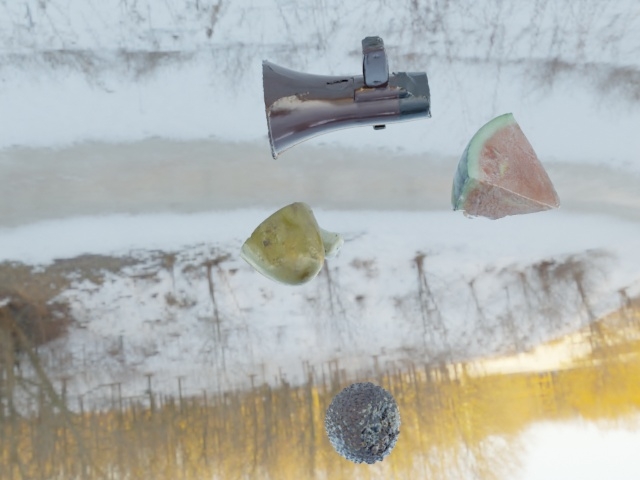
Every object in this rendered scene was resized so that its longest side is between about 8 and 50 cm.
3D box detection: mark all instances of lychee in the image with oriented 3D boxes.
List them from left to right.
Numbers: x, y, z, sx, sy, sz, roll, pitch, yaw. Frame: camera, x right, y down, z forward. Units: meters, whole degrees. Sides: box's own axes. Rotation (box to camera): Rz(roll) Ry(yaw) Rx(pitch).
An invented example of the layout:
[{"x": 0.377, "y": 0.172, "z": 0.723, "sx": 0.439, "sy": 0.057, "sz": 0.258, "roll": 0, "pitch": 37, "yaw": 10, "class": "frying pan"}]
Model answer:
[{"x": 0.091, "y": 0.411, "z": 1.725, "sx": 0.187, "sy": 0.188, "sz": 0.188, "roll": -7, "pitch": 169, "yaw": -1, "class": "lychee"}]

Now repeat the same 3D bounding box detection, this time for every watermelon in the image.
[{"x": 0.481, "y": -0.190, "z": 2.038, "sx": 0.292, "sy": 0.251, "sz": 0.283, "roll": -4, "pitch": -158, "yaw": 29, "class": "watermelon"}]

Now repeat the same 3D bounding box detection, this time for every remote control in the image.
[{"x": 0.000, "y": 0.000, "z": 1.927, "sx": 0.122, "sy": 0.074, "sz": 0.032, "roll": 26, "pitch": 163, "yaw": 37, "class": "remote control"}]

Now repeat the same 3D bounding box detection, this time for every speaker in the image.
[{"x": 0.042, "y": -0.304, "z": 1.468, "sx": 0.329, "sy": 0.198, "sz": 0.259, "roll": -10, "pitch": 134, "yaw": 6, "class": "speaker"}]

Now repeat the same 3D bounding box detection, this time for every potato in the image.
[{"x": -0.064, "y": 0.030, "z": 1.812, "sx": 0.203, "sy": 0.158, "sz": 0.178, "roll": -36, "pitch": 154, "yaw": -14, "class": "potato"}]
